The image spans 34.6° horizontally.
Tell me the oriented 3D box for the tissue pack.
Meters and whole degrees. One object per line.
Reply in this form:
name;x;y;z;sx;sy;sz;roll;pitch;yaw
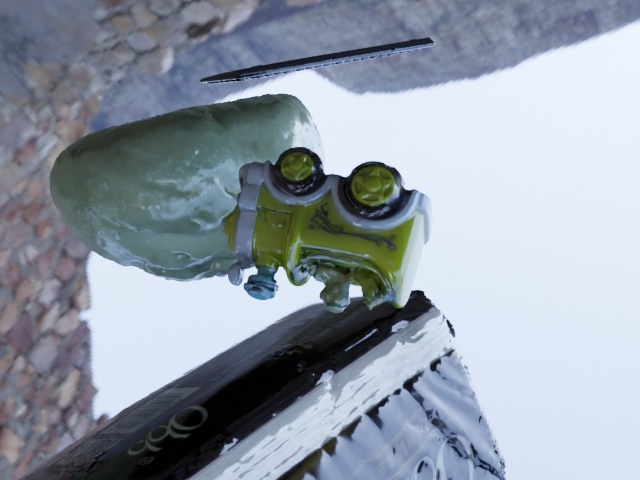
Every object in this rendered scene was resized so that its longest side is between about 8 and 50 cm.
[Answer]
tissue pack;-0.057;0.195;0.778;0.370;0.198;0.210;-28;-166;-39

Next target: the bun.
bun;-0.095;-0.033;0.789;0.213;0.126;0.204;-14;178;-17

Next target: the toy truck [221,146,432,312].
toy truck;0.000;0.000;0.547;0.111;0.076;0.077;10;-110;12

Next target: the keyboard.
keyboard;0.001;-0.151;0.865;0.202;0.011;0.067;-16;-168;-33
